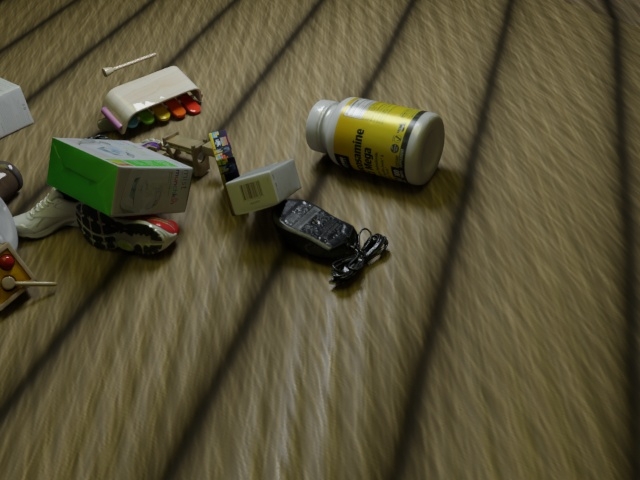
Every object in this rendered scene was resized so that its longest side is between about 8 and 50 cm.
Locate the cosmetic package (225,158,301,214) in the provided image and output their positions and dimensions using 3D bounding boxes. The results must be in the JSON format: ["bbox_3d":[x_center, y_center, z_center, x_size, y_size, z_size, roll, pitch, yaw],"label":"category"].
[{"bbox_3d":[-0.132,-0.132,1.742,0.118,0.085,0.231,-13,9,16],"label":"cosmetic package"}]

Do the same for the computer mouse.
[{"bbox_3d":[0.000,0.000,1.662,0.272,0.072,0.188,32,49,23],"label":"computer mouse"}]

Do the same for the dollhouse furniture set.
[{"bbox_3d":[-0.364,-0.201,1.919,0.182,0.101,0.161,18,37,28],"label":"dollhouse furniture set"}]

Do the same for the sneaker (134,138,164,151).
[{"bbox_3d":[-0.505,-0.239,2.045,0.170,0.068,0.071,-5,53,15],"label":"sneaker"}]

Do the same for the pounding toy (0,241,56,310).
[{"bbox_3d":[-0.694,0.086,1.598,0.100,0.141,0.130,-6,33,42],"label":"pounding toy"}]

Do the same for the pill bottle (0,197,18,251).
[{"bbox_3d":[-0.879,0.000,1.687,0.283,0.161,0.161,-17,39,-3],"label":"pill bottle"}]

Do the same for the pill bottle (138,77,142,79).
[{"bbox_3d":[-0.526,-0.510,2.363,0.137,0.078,0.078,-25,42,-23],"label":"pill bottle"}]

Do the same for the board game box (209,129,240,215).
[{"bbox_3d":[-0.231,-0.171,1.818,0.048,0.170,0.141,-15,40,-5],"label":"board game box"}]

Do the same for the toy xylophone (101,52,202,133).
[{"bbox_3d":[-0.530,-0.462,2.233,0.323,0.081,0.236,-23,64,-30],"label":"toy xylophone"}]

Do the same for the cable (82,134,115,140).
[{"bbox_3d":[-0.682,-0.262,2.094,0.185,0.047,0.150,-7,38,-1],"label":"cable"}]

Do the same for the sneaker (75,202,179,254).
[{"bbox_3d":[-0.470,-0.034,1.759,0.279,0.107,0.118,16,26,20],"label":"sneaker"}]

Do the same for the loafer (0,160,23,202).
[{"bbox_3d":[-0.993,-0.145,1.916,0.366,0.133,0.130,-4,38,3],"label":"loafer"}]

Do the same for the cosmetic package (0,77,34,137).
[{"bbox_3d":[-1.076,-0.409,2.263,0.224,0.138,0.225,24,49,33],"label":"cosmetic package"}]

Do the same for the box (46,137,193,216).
[{"bbox_3d":[-0.486,-0.154,1.751,0.262,0.126,0.231,24,18,34],"label":"box"}]

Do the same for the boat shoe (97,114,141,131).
[{"bbox_3d":[-0.623,-0.373,2.225,0.137,0.049,0.043,-17,47,-21],"label":"boat shoe"}]

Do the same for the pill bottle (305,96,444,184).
[{"bbox_3d":[0.137,-0.268,1.881,0.334,0.187,0.188,17,44,28],"label":"pill bottle"}]

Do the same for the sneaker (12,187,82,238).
[{"bbox_3d":[-0.674,-0.084,1.810,0.232,0.115,0.090,-17,39,-13],"label":"sneaker"}]
